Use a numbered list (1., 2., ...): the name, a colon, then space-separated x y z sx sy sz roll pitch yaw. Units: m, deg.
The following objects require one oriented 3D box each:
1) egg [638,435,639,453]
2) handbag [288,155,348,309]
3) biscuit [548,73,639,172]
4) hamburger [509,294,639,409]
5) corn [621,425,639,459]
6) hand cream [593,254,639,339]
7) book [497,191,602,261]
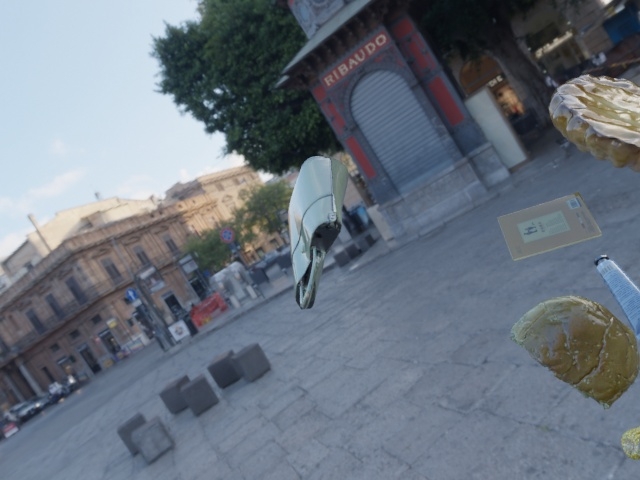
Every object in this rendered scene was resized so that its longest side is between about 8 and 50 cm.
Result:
1. egg: 0.803 0.498 1.018 0.196 0.196 0.271 -30 45 31
2. handbag: 0.000 0.000 0.929 0.315 0.109 0.241 -95 16 -46
3. biscuit: 0.662 -0.254 1.054 0.326 0.326 0.107 -34 -34 -36
4. hamburger: 0.649 0.259 1.192 0.211 0.309 0.132 -53 -8 2
5. corn: 0.947 0.583 1.408 0.165 0.085 0.063 -5 -19 -31
6. hand cream: 0.853 0.147 1.347 0.091 0.058 0.271 -54 26 32
7. book: 0.473 -0.030 1.006 0.172 0.012 0.118 -19 49 18
